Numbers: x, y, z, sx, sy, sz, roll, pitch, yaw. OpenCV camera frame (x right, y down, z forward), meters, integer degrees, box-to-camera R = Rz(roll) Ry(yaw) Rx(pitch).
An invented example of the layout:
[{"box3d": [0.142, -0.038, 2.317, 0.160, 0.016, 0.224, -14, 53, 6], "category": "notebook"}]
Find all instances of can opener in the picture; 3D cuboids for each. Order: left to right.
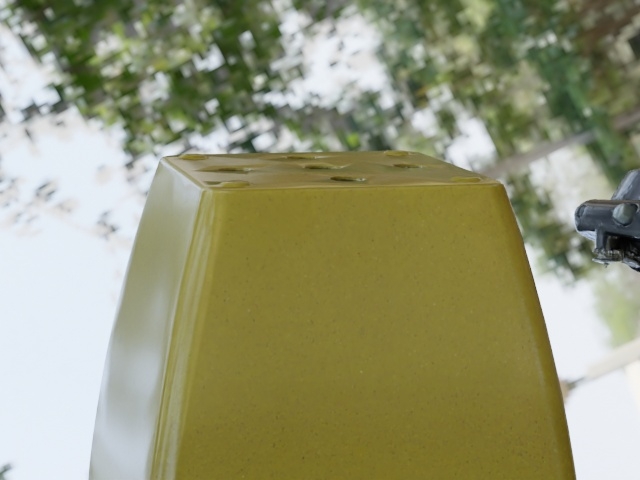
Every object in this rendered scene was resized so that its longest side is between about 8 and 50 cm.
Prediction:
[{"box3d": [0.219, -0.009, 1.007, 0.059, 0.073, 0.186, 16, -179, -22], "category": "can opener"}]

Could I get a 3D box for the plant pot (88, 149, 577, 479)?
[{"box3d": [0.000, 0.055, 0.814, 0.212, 0.212, 0.187, -145, 54, -72], "category": "plant pot"}]
